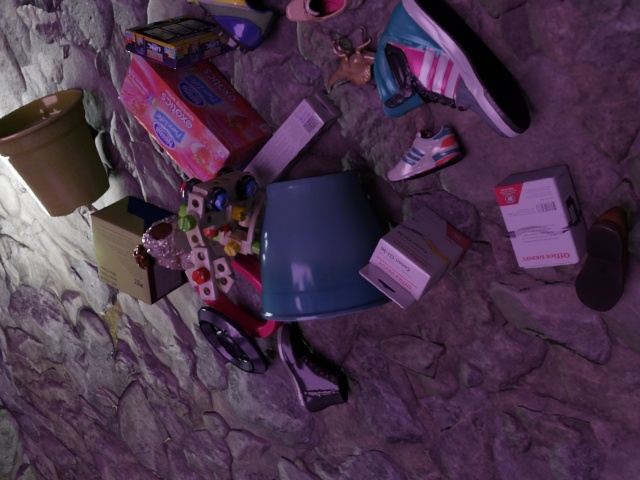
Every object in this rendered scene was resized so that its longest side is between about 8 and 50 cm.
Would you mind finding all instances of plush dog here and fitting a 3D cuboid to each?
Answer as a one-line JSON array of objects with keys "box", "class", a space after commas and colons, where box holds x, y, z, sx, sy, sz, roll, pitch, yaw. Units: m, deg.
[{"box": [-0.298, 0.002, 1.746, 0.225, 0.262, 0.211, 8, 129, 46], "class": "plush dog"}]

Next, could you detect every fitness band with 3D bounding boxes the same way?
[{"box": [-0.205, 0.113, 1.860, 0.291, 0.054, 0.209, 35, 135, 21], "class": "fitness band"}]

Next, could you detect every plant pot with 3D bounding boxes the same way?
[{"box": [0.000, 0.000, 1.476, 0.271, 0.271, 0.255, -4, 98, 42], "class": "plant pot"}, {"box": [-0.673, -0.209, 1.942, 0.276, 0.276, 0.254, 5, 129, 39], "class": "plant pot"}]

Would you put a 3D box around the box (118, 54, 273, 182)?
[{"box": [-0.268, -0.267, 1.618, 0.300, 0.142, 0.154, 48, 137, 8], "class": "box"}]

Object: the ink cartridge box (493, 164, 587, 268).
[{"box": [0.368, -0.037, 1.265, 0.109, 0.063, 0.150, -8, 109, 43], "class": "ink cartridge box"}]

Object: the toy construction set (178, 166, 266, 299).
[{"box": [-0.190, -0.023, 1.510, 0.151, 0.328, 0.215, 13, 114, 10], "class": "toy construction set"}]

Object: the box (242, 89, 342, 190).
[{"box": [-0.076, -0.181, 1.561, 0.067, 0.063, 0.324, 51, 136, 4], "class": "box"}]

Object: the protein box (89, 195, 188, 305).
[{"box": [-0.463, 0.023, 1.963, 0.200, 0.136, 0.201, 21, 126, 30], "class": "protein box"}]

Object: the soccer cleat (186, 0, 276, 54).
[{"box": [-0.197, -0.489, 1.486, 0.121, 0.093, 0.289, -46, 75, 15], "class": "soccer cleat"}]

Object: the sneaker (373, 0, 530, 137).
[{"box": [0.190, -0.246, 1.247, 0.295, 0.124, 0.178, 54, 132, 12], "class": "sneaker"}]

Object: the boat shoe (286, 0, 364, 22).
[{"box": [-0.004, -0.422, 1.359, 0.170, 0.059, 0.063, -3, 112, 42], "class": "boat shoe"}]

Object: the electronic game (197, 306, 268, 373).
[{"box": [-0.222, 0.252, 1.919, 0.229, 0.048, 0.229, 34, 153, 20], "class": "electronic game"}]

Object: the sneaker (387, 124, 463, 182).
[{"box": [0.181, -0.156, 1.371, 0.161, 0.057, 0.075, -19, 84, 47], "class": "sneaker"}]

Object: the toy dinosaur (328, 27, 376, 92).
[{"box": [0.052, -0.321, 1.376, 0.183, 0.053, 0.093, -14, 106, 44], "class": "toy dinosaur"}]

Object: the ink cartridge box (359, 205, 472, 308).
[{"box": [0.171, 0.028, 1.374, 0.115, 0.198, 0.067, 38, 134, 17], "class": "ink cartridge box"}]

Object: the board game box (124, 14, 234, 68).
[{"box": [-0.279, -0.400, 1.529, 0.141, 0.170, 0.048, 26, 127, 28], "class": "board game box"}]

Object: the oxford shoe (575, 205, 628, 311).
[{"box": [0.463, 0.034, 1.228, 0.076, 0.076, 0.212, 23, 144, 27], "class": "oxford shoe"}]

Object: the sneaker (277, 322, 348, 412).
[{"box": [-0.014, 0.288, 1.791, 0.118, 0.083, 0.222, -19, 94, 26], "class": "sneaker"}]
